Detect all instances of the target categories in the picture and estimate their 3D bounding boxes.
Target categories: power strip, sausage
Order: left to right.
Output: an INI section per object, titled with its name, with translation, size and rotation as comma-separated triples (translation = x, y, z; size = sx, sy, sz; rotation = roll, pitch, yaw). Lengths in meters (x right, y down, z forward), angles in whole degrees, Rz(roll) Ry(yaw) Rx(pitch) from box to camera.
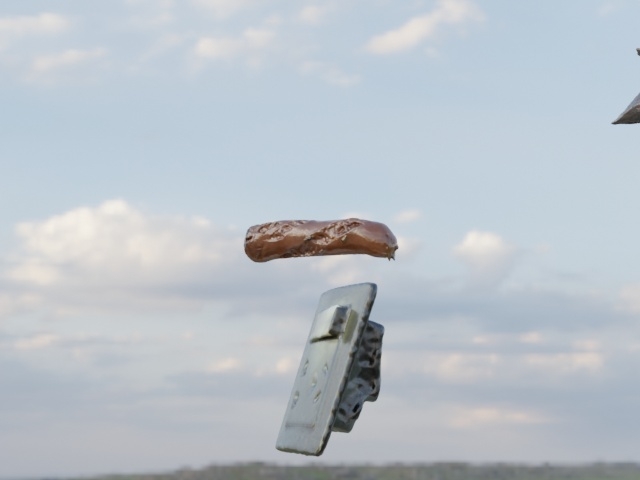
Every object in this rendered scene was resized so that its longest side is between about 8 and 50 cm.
[sausage]
translation = 0.000, 0.000, 1.277
size = 0.158, 0.042, 0.036
rotation = 0, 25, 26
[power strip]
translation = 0.025, 0.191, 1.955
size = 0.092, 0.251, 0.257
rotation = 14, -9, -12

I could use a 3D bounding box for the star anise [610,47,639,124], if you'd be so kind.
[star anise]
translation = 0.289, -0.120, 1.072
size = 0.129, 0.124, 0.056
rotation = -23, 1, 13
